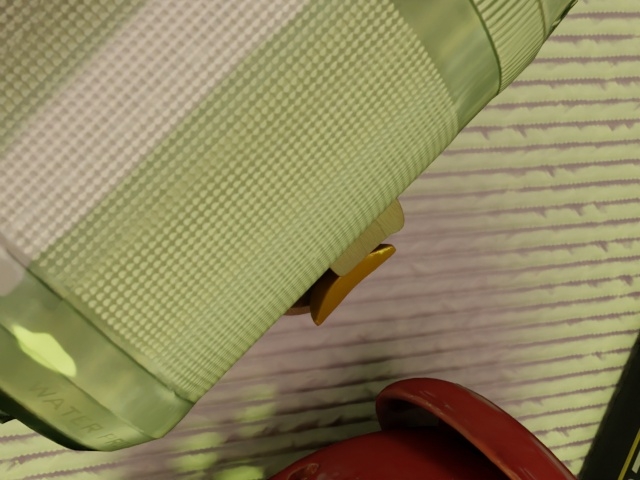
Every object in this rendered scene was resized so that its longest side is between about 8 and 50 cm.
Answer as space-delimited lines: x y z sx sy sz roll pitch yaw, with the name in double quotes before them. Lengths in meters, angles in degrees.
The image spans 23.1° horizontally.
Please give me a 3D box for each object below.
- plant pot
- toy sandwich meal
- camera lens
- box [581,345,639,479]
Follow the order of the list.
"plant pot" 0.042 0.175 0.718 0.174 0.191 0.191 -38 127 -16
"toy sandwich meal" 0.000 0.000 0.705 0.086 0.029 0.085 -13 119 -25
"camera lens" -0.057 -0.086 0.510 0.274 0.219 0.219 -46 127 -4
"box" 0.317 0.099 0.904 0.318 0.097 0.394 10 107 -32
